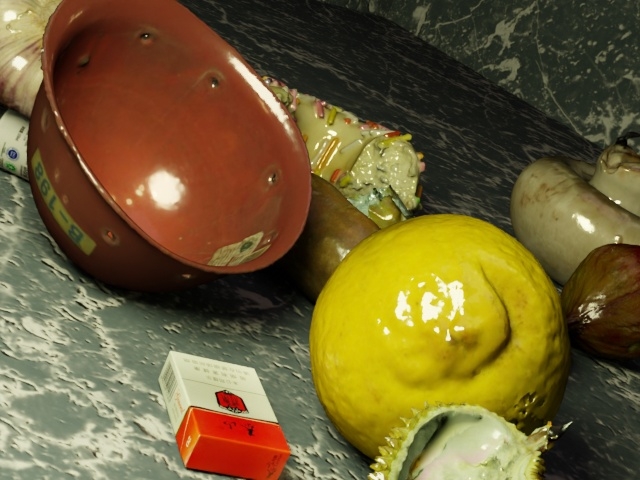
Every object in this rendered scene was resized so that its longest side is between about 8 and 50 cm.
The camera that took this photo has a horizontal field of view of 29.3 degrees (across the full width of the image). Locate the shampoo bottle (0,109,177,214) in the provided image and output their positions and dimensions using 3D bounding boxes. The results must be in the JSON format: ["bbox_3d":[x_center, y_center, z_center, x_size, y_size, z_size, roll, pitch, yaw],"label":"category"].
[{"bbox_3d":[-0.281,-0.081,1.614,0.303,0.092,0.092,24,19,2],"label":"shampoo bottle"}]

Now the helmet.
[{"bbox_3d":[-0.217,-0.087,1.445,0.337,0.230,0.385,-29,82,-49],"label":"helmet"}]

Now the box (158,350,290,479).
[{"bbox_3d":[-0.099,0.175,1.227,0.100,0.048,0.152,13,20,-24],"label":"box"}]

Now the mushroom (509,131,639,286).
[{"bbox_3d":[0.521,-0.046,2.158,0.362,0.295,0.362,23,18,-8],"label":"mushroom"}]

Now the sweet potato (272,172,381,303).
[{"bbox_3d":[0.000,0.000,1.656,0.369,0.158,0.158,33,21,30],"label":"sweet potato"}]

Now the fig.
[{"bbox_3d":[0.420,0.132,1.863,0.190,0.191,0.290,33,57,23],"label":"fig"}]

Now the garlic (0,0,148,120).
[{"bbox_3d":[-0.341,-0.236,1.594,0.245,0.160,0.245,17,45,-18],"label":"garlic"}]

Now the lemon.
[{"bbox_3d":[0.125,0.112,1.292,0.297,0.297,0.297,21,19,-8],"label":"lemon"}]

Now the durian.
[{"bbox_3d":[0.130,0.251,1.107,0.237,0.138,0.193,-29,63,-34],"label":"durian"}]

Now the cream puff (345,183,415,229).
[{"bbox_3d":[0.077,-0.013,1.824,0.156,0.121,0.156,-19,14,5],"label":"cream puff"}]

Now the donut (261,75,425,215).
[{"bbox_3d":[-0.011,-0.156,1.989,0.371,0.150,0.307,21,5,-21],"label":"donut"}]
